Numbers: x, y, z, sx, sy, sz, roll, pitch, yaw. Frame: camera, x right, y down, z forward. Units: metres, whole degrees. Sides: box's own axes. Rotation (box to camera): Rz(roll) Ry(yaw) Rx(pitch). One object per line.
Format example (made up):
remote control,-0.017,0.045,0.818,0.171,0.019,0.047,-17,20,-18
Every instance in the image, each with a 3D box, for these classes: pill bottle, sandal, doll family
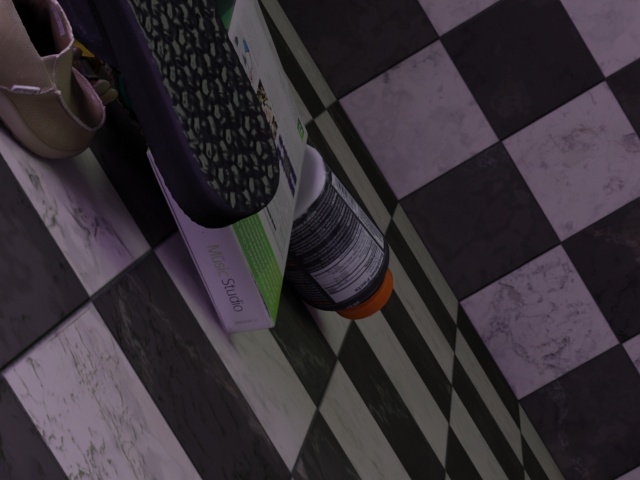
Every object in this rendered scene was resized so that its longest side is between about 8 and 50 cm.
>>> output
pill bottle,0.000,0.000,2.014,0.246,0.130,0.130,51,13,-47
sandal,-0.175,-0.215,1.437,0.167,0.107,0.446,-22,93,-56
doll family,-0.226,-0.190,1.521,0.111,0.076,0.193,56,-2,25

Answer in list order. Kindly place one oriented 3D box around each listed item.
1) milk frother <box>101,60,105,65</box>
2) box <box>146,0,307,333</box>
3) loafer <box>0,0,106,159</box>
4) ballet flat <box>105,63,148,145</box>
milk frother,-0.245,-0.267,1.684,0.134,0.129,0.143,17,62,-22
box,-0.086,-0.098,1.685,0.322,0.058,0.232,-83,158,-51
loafer,-0.234,-0.146,1.343,0.102,0.092,0.268,63,10,23
ballet flat,-0.170,-0.144,1.694,0.077,0.091,0.241,31,-32,49
